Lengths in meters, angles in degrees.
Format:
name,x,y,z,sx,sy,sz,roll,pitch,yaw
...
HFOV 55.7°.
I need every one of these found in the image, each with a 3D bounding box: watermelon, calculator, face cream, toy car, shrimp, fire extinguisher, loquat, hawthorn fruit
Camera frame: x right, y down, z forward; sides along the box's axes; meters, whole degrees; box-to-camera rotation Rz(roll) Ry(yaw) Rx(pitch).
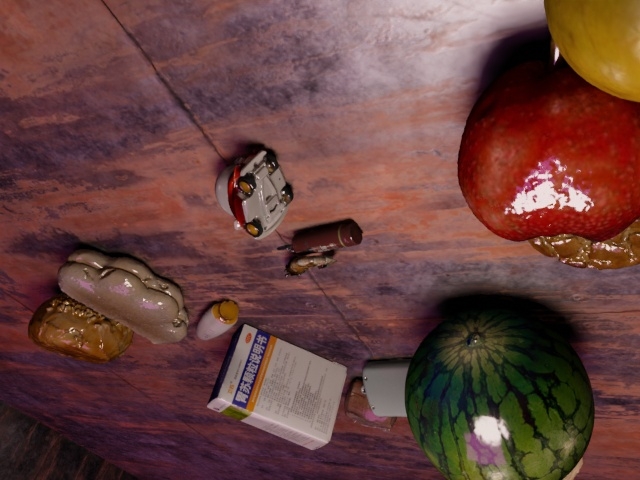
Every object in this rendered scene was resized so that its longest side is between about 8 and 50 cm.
name,x,y,z,sx,sy,sz,roll,pitch,yaw
watermelon,0.324,0.291,1.112,0.363,0.363,0.363,11,145,8
calculator,0.201,0.349,1.432,0.246,0.045,0.141,-12,96,33
face cream,-0.252,0.196,1.466,0.072,0.051,0.182,29,144,-15
toy car,-0.122,-0.084,0.996,0.112,0.112,0.139,16,138,30
shrimp,-0.023,0.050,1.157,0.091,0.034,0.161,0,171,-21
fire extinguisher,0.000,0.000,1.099,0.158,0.043,0.064,-11,178,35
loquat,0.305,-0.210,0.529,0.213,0.213,0.246,-4,134,28
hawthorn fruit,0.269,-0.120,0.687,0.230,0.210,0.266,10,133,26

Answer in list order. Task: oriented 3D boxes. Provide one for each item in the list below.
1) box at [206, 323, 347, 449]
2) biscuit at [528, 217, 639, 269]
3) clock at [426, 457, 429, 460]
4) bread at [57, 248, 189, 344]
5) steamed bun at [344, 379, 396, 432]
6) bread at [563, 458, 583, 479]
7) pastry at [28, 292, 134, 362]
name,x,y,z,sx,sy,sz,roll,pitch,yaw
box,-0.102,0.365,1.504,0.299,0.200,0.106,25,146,-12
biscuit,0.412,-0.025,0.891,0.226,0.042,0.226,12,146,8
clock,0.367,0.578,1.612,0.253,0.083,0.186,39,155,30
bread,-0.432,0.129,1.407,0.183,0.102,0.337,-22,131,42
steamed bun,0.133,0.437,1.586,0.145,0.106,0.175,7,146,13
bread,0.552,0.526,1.557,0.211,0.224,0.184,-31,128,-5
pastry,-0.606,0.219,1.553,0.255,0.162,0.311,23,156,-26
